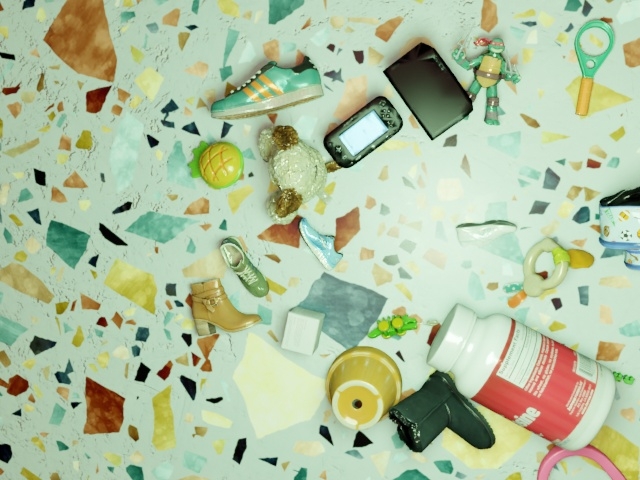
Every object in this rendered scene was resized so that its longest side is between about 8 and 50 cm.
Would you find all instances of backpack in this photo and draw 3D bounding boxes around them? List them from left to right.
[{"bbox_3d":[0.789,-0.035,1.554,0.264,0.276,0.213,6,95,22],"label":"backpack"}]

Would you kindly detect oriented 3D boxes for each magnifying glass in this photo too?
[{"bbox_3d":[0.665,-0.425,1.642,0.092,0.026,0.230,9,97,8],"label":"magnifying glass"}]

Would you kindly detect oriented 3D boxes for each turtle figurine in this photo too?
[{"bbox_3d":[0.413,-0.410,1.637,0.175,0.118,0.234,21,116,25],"label":"turtle figurine"}]

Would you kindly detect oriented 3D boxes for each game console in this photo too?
[{"bbox_3d":[0.180,-0.305,1.656,0.361,0.044,0.213,-36,93,13],"label":"game console"}]

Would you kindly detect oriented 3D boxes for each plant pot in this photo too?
[{"bbox_3d":[0.106,0.395,1.724,0.205,0.188,0.205,1,95,9],"label":"plant pot"}]

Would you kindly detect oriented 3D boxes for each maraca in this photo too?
[{"bbox_3d":[-0.281,-0.206,1.781,0.186,0.099,0.127,16,87,32],"label":"maraca"}]

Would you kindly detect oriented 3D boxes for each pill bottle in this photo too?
[{"bbox_3d":[0.482,0.324,1.637,0.408,0.229,0.229,27,99,6],"label":"pill bottle"}]

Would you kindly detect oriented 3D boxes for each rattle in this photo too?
[{"bbox_3d":[0.578,0.095,1.702,0.130,0.143,0.199,43,119,35],"label":"rattle"}]

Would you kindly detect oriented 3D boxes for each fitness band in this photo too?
[{"bbox_3d":[0.692,0.660,1.724,0.209,0.054,0.290,-40,89,10],"label":"fitness band"}]

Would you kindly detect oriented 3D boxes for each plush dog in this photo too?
[{"bbox_3d":[-0.059,-0.173,1.679,0.211,0.225,0.262,-6,94,10],"label":"plush dog"}]

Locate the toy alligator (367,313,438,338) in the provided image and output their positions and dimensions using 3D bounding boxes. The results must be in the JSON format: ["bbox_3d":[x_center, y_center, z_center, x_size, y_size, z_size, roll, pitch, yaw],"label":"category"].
[{"bbox_3d":[0.215,0.218,1.763,0.190,0.056,0.051,-14,52,10],"label":"toy alligator"}]

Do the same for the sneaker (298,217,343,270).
[{"bbox_3d":[0.000,0.000,1.774,0.073,0.063,0.162,-38,103,-2],"label":"sneaker"}]

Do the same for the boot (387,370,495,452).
[{"bbox_3d":[0.306,0.479,1.693,0.207,0.094,0.246,-33,83,-34],"label":"boot"}]

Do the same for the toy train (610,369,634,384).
[{"bbox_3d":[0.761,0.349,1.702,0.083,0.017,0.023,15,108,7],"label":"toy train"}]

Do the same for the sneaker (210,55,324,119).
[{"bbox_3d":[-0.149,-0.397,1.739,0.302,0.108,0.120,-14,92,2],"label":"sneaker"}]

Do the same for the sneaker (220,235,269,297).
[{"bbox_3d":[-0.213,0.077,1.797,0.064,0.086,0.192,-32,90,10],"label":"sneaker"}]

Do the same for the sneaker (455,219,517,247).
[{"bbox_3d":[0.428,-0.018,1.708,0.152,0.053,0.061,-6,103,16],"label":"sneaker"}]

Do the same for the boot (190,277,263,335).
[{"bbox_3d":[-0.263,0.177,1.825,0.197,0.073,0.152,-9,90,7],"label":"boot"}]

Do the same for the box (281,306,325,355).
[{"bbox_3d":[-0.045,0.241,1.778,0.087,0.102,0.101,13,96,10],"label":"box"}]
